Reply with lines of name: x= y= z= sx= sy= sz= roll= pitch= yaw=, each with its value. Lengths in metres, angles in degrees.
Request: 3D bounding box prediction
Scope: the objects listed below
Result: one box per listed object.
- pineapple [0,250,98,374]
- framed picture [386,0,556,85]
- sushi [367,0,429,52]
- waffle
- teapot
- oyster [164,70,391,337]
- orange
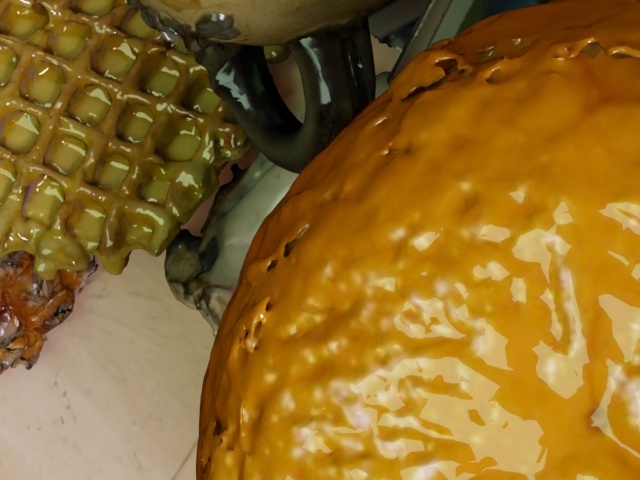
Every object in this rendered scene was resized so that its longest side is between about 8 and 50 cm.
pineapple: x=-0.218 y=0.001 z=0.991 sx=0.176 sy=0.137 sz=0.161 roll=-3 pitch=92 yaw=30
framed picture: x=0.108 y=-0.109 z=0.827 sx=0.109 sy=0.011 sz=0.149 roll=22 pitch=112 yaw=-13
sushi: x=0.054 y=-0.208 z=0.873 sx=0.219 sy=0.047 sz=0.231 roll=33 pitch=113 yaw=19
waffle: x=-0.110 y=-0.074 z=0.937 sx=0.191 sy=0.038 sz=0.191 roll=-1 pitch=74 yaw=3
teapot: x=-0.035 y=-0.159 z=0.825 sx=0.182 sy=0.173 sz=0.269 roll=21 pitch=126 yaw=57
oyster: x=0.000 y=0.000 z=0.913 sx=0.191 sy=0.081 sz=0.163 roll=9 pitch=74 yaw=44
orange: x=0.127 y=0.083 z=0.714 sx=0.340 sy=0.293 sz=0.340 roll=-3 pitch=80 yaw=19
